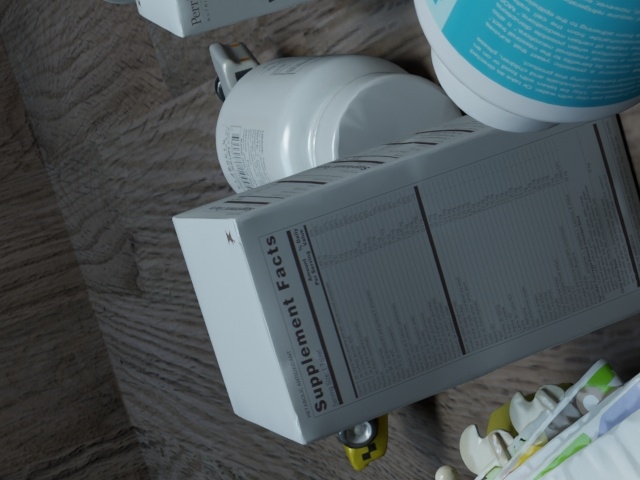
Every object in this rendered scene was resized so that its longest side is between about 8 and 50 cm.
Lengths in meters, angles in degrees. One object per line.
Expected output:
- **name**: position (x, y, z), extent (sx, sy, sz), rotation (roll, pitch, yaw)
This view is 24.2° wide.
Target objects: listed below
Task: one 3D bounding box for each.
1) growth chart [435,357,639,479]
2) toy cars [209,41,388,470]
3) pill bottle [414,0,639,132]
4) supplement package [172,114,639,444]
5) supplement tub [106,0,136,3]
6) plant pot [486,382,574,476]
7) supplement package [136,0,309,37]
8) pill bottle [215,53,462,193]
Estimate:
- **growth chart**: position (0.173, 0.160, 0.909), extent (0.237, 0.021, 0.172), rotation (-39, 65, 39)
- **toy cars**: position (0.000, 0.000, 1.307), extent (0.176, 0.087, 0.394), rotation (90, 160, -72)
- **pill bottle**: position (0.128, -0.149, 0.693), extent (0.146, 0.146, 0.264), rotation (65, 160, 17)
- **supplement package**: position (0.056, 0.010, 0.897), extent (0.134, 0.244, 0.139), rotation (4, 111, 70)
- **supplement tub**: position (-0.202, -0.342, 1.434), extent (0.200, 0.144, 0.144), rotation (62, 160, 23)
- **plant pot**: position (0.156, 0.145, 1.016), extent (0.081, 0.081, 0.083), rotation (125, 128, -68)
- **supplement package**: position (-0.043, -0.222, 1.048), extent (0.105, 0.179, 0.105), rotation (37, 143, 59)
- **pill bottle**: position (0.015, -0.073, 1.110), extent (0.229, 0.131, 0.131), rotation (15, 123, 68)
